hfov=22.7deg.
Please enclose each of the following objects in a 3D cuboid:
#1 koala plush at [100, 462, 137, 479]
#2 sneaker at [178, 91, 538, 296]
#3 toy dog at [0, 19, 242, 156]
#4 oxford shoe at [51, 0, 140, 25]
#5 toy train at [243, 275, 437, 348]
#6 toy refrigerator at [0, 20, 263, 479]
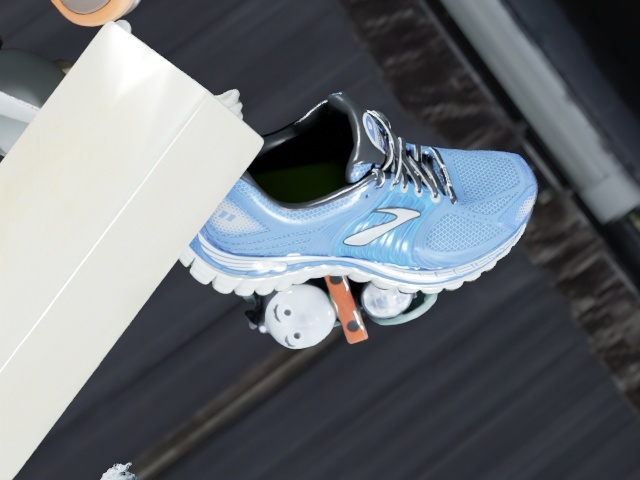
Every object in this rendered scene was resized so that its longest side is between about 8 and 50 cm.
[{"bbox_3d":[-0.196,0.296,1.284,0.196,0.221,0.203,37,-11,38],"label":"koala plush"},{"bbox_3d":[0.046,-0.041,1.323,0.130,0.330,0.147,63,-34,34],"label":"sneaker"},{"bbox_3d":[-0.257,-0.151,1.523,0.333,0.220,0.161,-3,-68,34],"label":"toy dog"},{"bbox_3d":[-0.149,-0.330,1.208,0.132,0.130,0.364,15,69,-54],"label":"oxford shoe"},{"bbox_3d":[0.000,0.000,1.651,0.334,0.190,0.142,-108,177,-62],"label":"toy train"},{"bbox_3d":[-0.162,0.009,0.962,0.094,0.269,0.102,37,0,22],"label":"toy refrigerator"}]
